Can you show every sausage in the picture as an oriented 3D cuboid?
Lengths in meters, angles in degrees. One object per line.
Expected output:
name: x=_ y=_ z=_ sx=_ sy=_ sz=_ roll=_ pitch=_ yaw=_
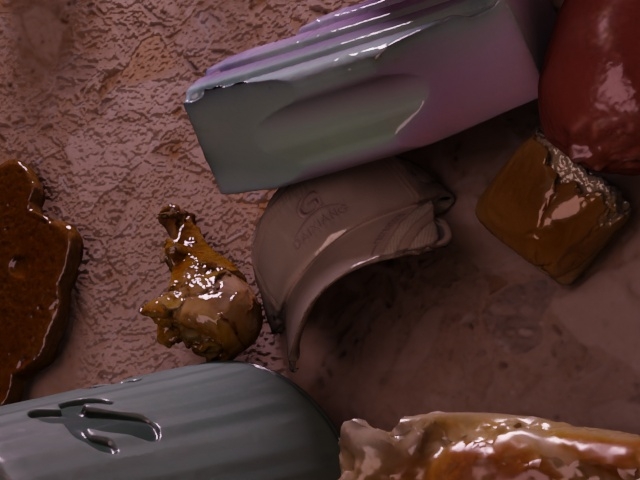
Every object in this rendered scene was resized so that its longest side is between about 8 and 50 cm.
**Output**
sausage: x=0.267 y=-0.161 z=1.622 sx=0.148 sy=0.148 sz=0.254 roll=1 pitch=54 yaw=30

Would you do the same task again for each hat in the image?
hat: x=0.000 y=0.000 z=1.714 sx=0.219 sy=0.226 sz=0.164 roll=-40 pitch=82 yaw=12

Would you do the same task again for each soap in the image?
soap: x=0.046 y=-0.146 z=1.720 sx=0.324 sy=0.193 sz=0.109 roll=-14 pitch=110 yaw=24

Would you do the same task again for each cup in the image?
cup: x=-0.213 y=0.284 z=1.633 sx=0.401 sy=0.392 sz=0.310 roll=-30 pitch=73 yaw=33

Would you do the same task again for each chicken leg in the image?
chicken leg: x=-0.124 y=0.041 z=1.819 sx=0.101 sy=0.085 sz=0.207 roll=-28 pitch=44 yaw=0

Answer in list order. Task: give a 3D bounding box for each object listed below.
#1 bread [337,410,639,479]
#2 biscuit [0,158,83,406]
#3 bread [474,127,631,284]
bread: x=0.209 y=0.329 z=1.455 sx=0.390 sy=0.279 sz=0.371 roll=6 pitch=81 yaw=28
biscuit: x=-0.341 y=0.058 z=1.975 sx=0.208 sy=0.041 sz=0.290 roll=8 pitch=80 yaw=30
bread: x=0.201 y=-0.031 z=1.669 sx=0.106 sy=0.082 sz=0.125 roll=-47 pitch=62 yaw=3
